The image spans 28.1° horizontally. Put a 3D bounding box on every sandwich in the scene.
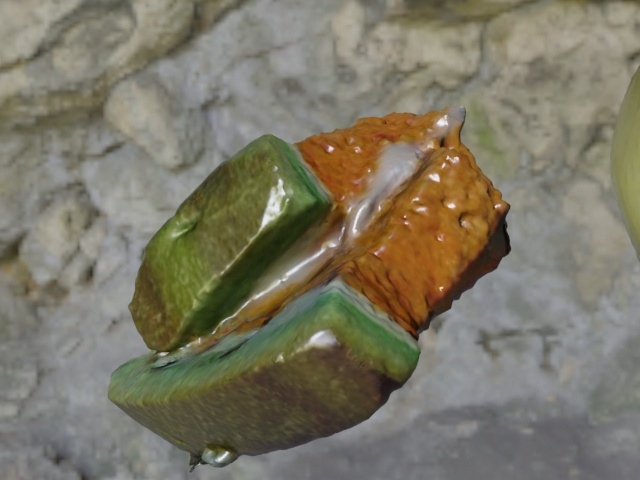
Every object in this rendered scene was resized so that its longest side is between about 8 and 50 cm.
[{"bbox_3d":[0.000,0.000,0.844,0.301,0.162,0.250,-44,17,-31],"label":"sandwich"}]

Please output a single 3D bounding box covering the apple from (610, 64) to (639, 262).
[{"bbox_3d":[0.537,-0.069,1.355,0.474,0.473,0.473,-2,2,0],"label":"apple"}]
